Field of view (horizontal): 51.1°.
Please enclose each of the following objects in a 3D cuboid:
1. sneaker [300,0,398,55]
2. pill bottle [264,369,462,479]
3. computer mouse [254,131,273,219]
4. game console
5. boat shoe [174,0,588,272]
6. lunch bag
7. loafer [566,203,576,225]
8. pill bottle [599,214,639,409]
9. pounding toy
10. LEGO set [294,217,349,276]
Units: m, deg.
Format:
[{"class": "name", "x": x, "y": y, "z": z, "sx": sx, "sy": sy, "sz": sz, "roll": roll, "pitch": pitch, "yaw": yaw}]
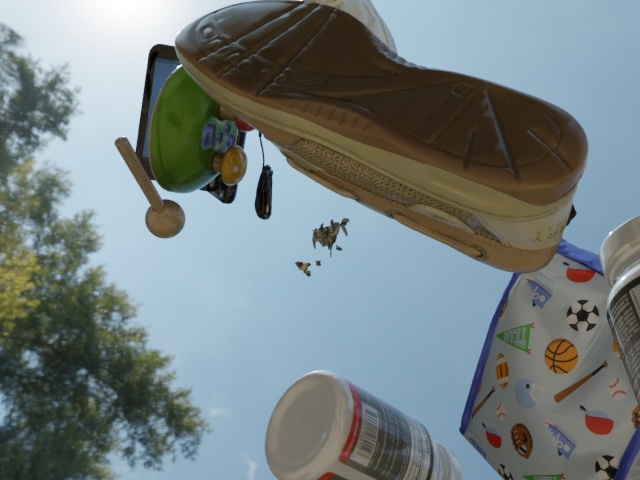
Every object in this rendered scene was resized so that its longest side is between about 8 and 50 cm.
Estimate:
[{"class": "sneaker", "x": 0.001, "y": -0.292, "z": 0.840, "sx": 0.108, "sy": 0.169, "sz": 0.293, "roll": -20, "pitch": -94, "yaw": 31}, {"class": "pill bottle", "x": 0.090, "y": 0.406, "z": 1.257, "sx": 0.210, "sy": 0.363, "sz": 0.210, "roll": -34, "pitch": -144, "yaw": 30}, {"class": "computer mouse", "x": -0.077, "y": -0.152, "z": 1.007, "sx": 0.041, "sy": 0.071, "sz": 0.242, "roll": 1, "pitch": -82, "yaw": 13}, {"class": "game console", "x": -0.265, "y": -0.244, "z": 1.377, "sx": 0.250, "sy": 0.173, "sz": 0.293, "roll": -148, "pitch": -115, "yaw": -62}, {"class": "boat shoe", "x": 0.020, "y": -0.081, "z": 0.497, "sx": 0.341, "sy": 0.110, "sz": 0.121, "roll": 34, "pitch": -120, "yaw": 30}, {"class": "lunch bag", "x": 0.419, "y": 0.225, "z": 1.021, "sx": 0.328, "sy": 0.238, "sz": 0.386, "roll": 42, "pitch": -48, "yaw": 54}, {"class": "loafer", "x": 0.226, "y": -0.110, "z": 0.789, "sx": 0.095, "sy": 0.109, "sz": 0.302, "roll": -29, "pitch": -150, "yaw": 5}, {"class": "pill bottle", "x": 0.406, "y": 0.108, "z": 0.717, "sx": 0.162, "sy": 0.162, "sz": 0.279, "roll": -24, "pitch": -136, "yaw": 24}, {"class": "pounding toy", "x": -0.147, "y": -0.124, "z": 0.892, "sx": 0.110, "sy": 0.183, "sz": 0.237, "roll": 15, "pitch": -130, "yaw": 16}, {"class": "LEGO set", "x": 0.001, "y": 0.002, "z": 0.770, "sx": 0.054, "sy": 0.023, "sz": 0.083, "roll": 13, "pitch": -114, "yaw": 46}]
